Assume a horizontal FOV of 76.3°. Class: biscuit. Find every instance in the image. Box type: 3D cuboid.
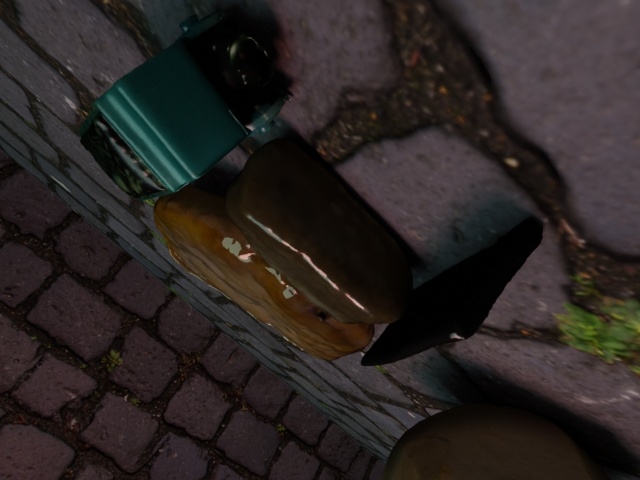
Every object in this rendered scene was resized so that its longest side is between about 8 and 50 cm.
[{"bbox_3d":[-0.104,0.060,0.708,0.429,0.104,0.446,35,159,3],"label":"biscuit"}]

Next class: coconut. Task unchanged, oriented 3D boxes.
[{"bbox_3d":[0.247,0.398,0.588,0.353,0.352,0.352,30,155,15],"label":"coconut"}]

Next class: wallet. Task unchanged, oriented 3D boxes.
[{"bbox_3d":[0.111,0.070,0.402,0.025,0.124,0.244,43,157,6],"label":"wallet"}]

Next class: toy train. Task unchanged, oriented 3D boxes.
[{"bbox_3d":[-0.124,-0.111,0.362,0.198,0.154,0.107,2,135,54],"label":"toy train"}]

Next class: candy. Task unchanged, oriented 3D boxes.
[{"bbox_3d":[0.000,0.000,0.457,0.234,0.102,0.104,41,156,-14],"label":"candy"}]
